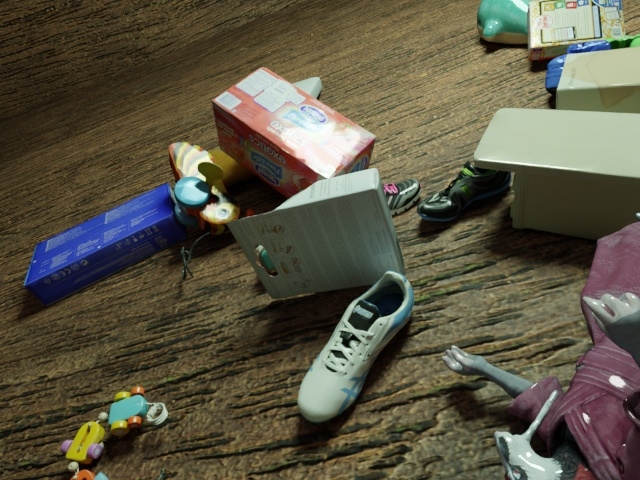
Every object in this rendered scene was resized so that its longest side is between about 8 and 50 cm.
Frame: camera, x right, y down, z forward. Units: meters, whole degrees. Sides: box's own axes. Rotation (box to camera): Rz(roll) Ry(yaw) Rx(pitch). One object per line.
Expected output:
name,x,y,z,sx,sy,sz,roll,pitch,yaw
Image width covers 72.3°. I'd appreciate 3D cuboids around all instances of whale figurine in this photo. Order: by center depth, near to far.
whale figurine,0.534,-0.607,1.164,0.216,0.141,0.272,-21,42,1

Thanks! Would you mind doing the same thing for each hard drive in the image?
hard drive,-0.127,-0.387,1.254,0.232,0.047,0.353,-12,28,14

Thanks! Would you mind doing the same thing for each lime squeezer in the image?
lime squeezer,0.655,-0.395,0.928,0.310,0.059,0.110,-2,43,23

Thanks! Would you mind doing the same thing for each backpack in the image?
backpack,0.529,-0.349,0.898,0.120,0.101,0.097,3,8,35

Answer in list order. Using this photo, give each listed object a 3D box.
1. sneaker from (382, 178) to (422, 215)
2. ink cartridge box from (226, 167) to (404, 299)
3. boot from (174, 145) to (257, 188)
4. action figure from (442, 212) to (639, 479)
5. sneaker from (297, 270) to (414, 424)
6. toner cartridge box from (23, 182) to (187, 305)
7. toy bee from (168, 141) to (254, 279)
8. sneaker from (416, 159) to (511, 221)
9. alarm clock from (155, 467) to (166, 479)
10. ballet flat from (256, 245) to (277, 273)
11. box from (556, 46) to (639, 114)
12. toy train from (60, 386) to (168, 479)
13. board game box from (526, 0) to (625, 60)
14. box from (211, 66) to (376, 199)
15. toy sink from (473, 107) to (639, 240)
sneaker,0.108,-0.087,0.828,0.170,0.075,0.063,-19,39,5
ink cartridge box,0.000,0.000,0.691,0.232,0.189,0.066,-8,40,19
boot,-0.230,-0.151,1.066,0.211,0.104,0.295,-44,39,-15
action figure,0.308,0.146,0.430,0.275,0.248,0.370,41,79,3
sneaker,0.045,0.136,0.596,0.085,0.086,0.237,20,56,38
toner cartridge box,-0.492,0.002,1.024,0.347,0.075,0.165,-26,38,-4
toy bee,-0.232,-0.073,0.943,0.162,0.299,0.195,-5,-4,-21
sneaker,0.247,-0.096,0.767,0.188,0.078,0.067,-28,39,-5
alarm clock,-0.209,0.365,0.474,0.129,0.064,0.192,-24,37,-3
ballet flat,-0.004,-0.013,0.799,0.240,0.091,0.077,-17,17,2
box,0.579,-0.247,0.742,0.310,0.121,0.148,6,47,31
toy train,-0.290,0.293,0.616,0.125,0.046,0.166,22,56,34
board game box,0.593,-0.504,1.027,0.193,0.045,0.147,2,70,17
box,-0.057,-0.199,0.893,0.299,0.142,0.154,36,62,16
toy sink,0.371,-0.102,0.672,0.234,0.131,0.153,13,51,30
